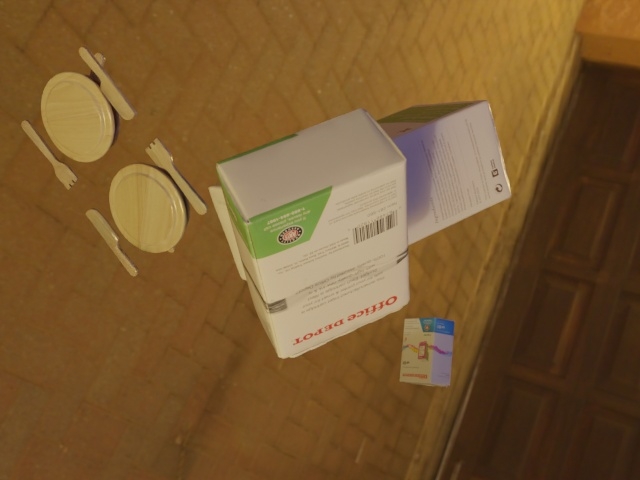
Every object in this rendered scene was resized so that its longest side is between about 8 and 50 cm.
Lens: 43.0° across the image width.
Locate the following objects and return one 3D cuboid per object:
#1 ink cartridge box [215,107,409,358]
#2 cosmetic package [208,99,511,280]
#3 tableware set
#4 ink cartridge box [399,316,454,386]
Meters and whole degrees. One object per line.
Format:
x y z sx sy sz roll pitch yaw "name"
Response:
0.000 0.000 0.815 0.160 0.092 0.219 -22 141 -12 "ink cartridge box"
0.057 -0.066 1.135 0.366 0.197 0.155 -24 106 -24 "cosmetic package"
-0.188 -0.077 0.769 0.128 0.194 0.039 -37 180 34 "tableware set"
0.198 0.207 1.510 0.052 0.089 0.122 12 77 -33 "ink cartridge box"
